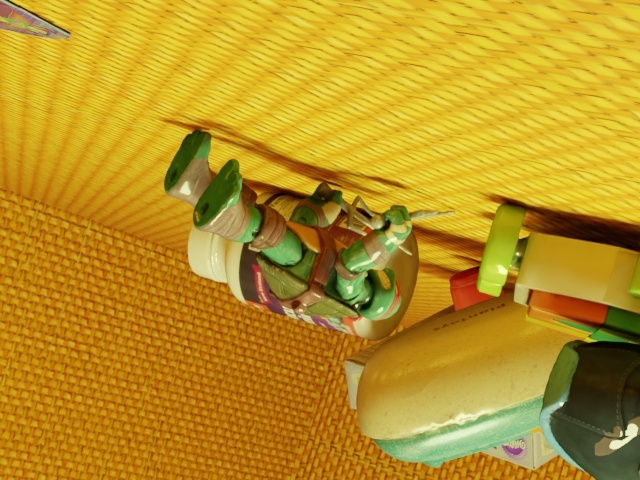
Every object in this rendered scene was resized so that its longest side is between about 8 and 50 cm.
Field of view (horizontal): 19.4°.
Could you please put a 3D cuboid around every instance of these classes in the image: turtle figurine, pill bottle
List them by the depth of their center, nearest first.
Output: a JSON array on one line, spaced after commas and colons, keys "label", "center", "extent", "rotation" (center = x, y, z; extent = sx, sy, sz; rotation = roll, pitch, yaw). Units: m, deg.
[{"label": "turtle figurine", "center": [0.000, 0.000, 1.419], "extent": [0.234, 0.118, 0.175], "rotation": [26, 172, -31]}, {"label": "pill bottle", "center": [-0.018, 0.017, 1.693], "extent": [0.193, 0.108, 0.108], "rotation": [15, 176, 26]}]

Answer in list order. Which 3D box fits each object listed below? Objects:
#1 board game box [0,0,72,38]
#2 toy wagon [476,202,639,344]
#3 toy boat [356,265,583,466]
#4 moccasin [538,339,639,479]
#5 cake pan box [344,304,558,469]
[{"label": "board game box", "center": [-0.230, -0.131, 1.079], "extent": [0.133, 0.033, 0.169], "rotation": [14, 175, 28]}, {"label": "toy wagon", "center": [0.240, 0.044, 1.278], "extent": [0.267, 0.068, 0.344], "rotation": [16, 176, 6]}, {"label": "toy boat", "center": [0.168, 0.119, 1.705], "extent": [0.267, 0.148, 0.318], "rotation": [-19, -172, 5]}, {"label": "moccasin", "center": [0.289, 0.164, 1.292], "extent": [0.342, 0.137, 0.117], "rotation": [20, 170, -41]}, {"label": "cake pan box", "center": [0.203, 0.141, 2.003], "extent": [0.267, 0.070, 0.246], "rotation": [14, -151, 40]}]
